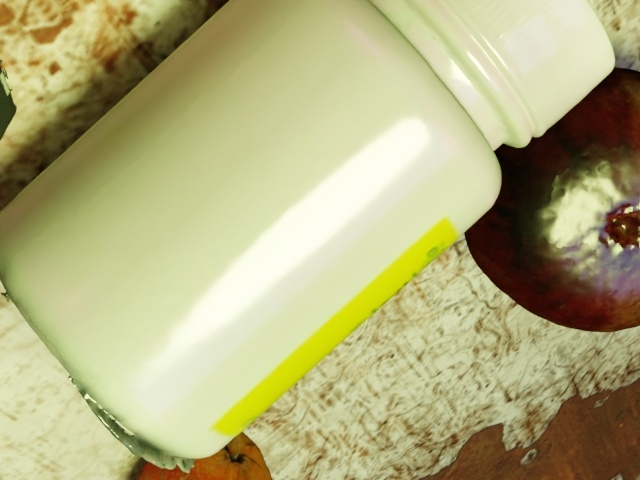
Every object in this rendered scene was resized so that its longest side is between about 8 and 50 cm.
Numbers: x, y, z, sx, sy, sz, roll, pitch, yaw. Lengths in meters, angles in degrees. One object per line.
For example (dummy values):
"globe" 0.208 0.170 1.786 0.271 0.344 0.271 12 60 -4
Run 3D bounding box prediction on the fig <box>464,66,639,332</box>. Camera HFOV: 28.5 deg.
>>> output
"fig" 0.240 -0.037 1.122 0.235 0.214 0.235 -6 133 -6

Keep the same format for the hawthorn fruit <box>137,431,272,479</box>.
"hawthorn fruit" -0.109 0.226 1.145 0.128 0.128 0.128 -27 145 -21

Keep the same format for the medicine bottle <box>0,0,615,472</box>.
"medicine bottle" -0.014 -0.051 0.813 0.379 0.213 0.213 -42 148 3

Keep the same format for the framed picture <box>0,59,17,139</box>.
"framed picture" -0.246 -0.026 0.589 0.255 0.014 0.338 83 22 -53
